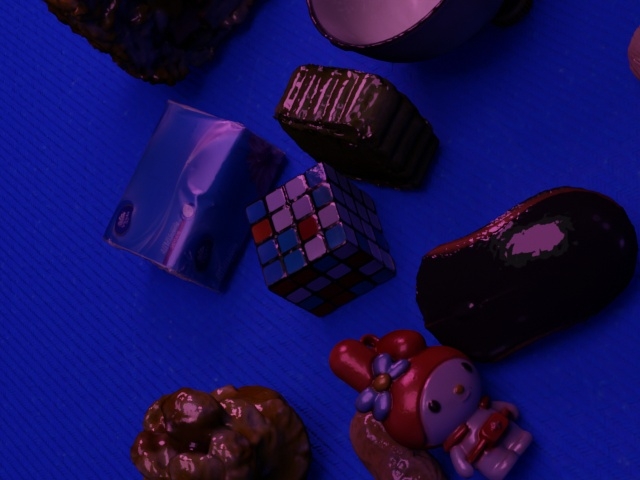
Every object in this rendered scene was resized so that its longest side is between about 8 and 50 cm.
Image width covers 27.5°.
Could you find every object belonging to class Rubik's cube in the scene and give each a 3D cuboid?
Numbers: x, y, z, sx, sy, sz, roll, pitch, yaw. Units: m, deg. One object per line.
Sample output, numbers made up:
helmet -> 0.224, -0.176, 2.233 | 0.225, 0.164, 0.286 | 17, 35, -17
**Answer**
Rubik's cube -> 0.000, 0.000, 1.980 | 0.151, 0.155, 0.154 | -31, 57, 20

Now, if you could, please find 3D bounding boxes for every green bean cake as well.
green bean cake -> 0.056, -0.170, 1.986 | 0.214, 0.200, 0.113 | 13, 70, 41

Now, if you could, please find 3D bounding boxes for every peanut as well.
peanut -> 0.112, 0.313, 1.822 | 0.099, 0.099, 0.214 | -46, 46, 10

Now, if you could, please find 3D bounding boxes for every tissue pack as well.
tissue pack -> -0.211, -0.073, 2.161 | 0.198, 0.146, 0.263 | 21, 84, 39

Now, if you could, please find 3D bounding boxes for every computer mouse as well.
computer mouse -> 0.272, 0.049, 1.765 | 0.323, 0.116, 0.183 | -30, 91, 24

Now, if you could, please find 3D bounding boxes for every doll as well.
doll -> 0.148, 0.213, 1.773 | 0.290, 0.130, 0.161 | 36, 60, 14

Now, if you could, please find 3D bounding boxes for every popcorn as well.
popcorn -> -0.154, 0.322, 1.892 | 0.225, 0.276, 0.276 | 24, 85, 33

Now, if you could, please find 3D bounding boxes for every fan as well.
fan -> 0.272, -0.391, 2.031 | 0.082, 0.039, 0.155 | -44, 49, 13

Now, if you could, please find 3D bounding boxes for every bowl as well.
bowl -> 0.165, -0.413, 1.977 | 0.354, 0.185, 0.354 | -22, 56, 37

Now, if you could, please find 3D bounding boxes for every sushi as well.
sushi -> -0.293, -0.477, 2.228 | 0.240, 0.396, 0.351 | 36, 85, 38

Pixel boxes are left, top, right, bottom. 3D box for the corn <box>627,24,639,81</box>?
corn -> 0.532, -0.193, 1.717 | 0.122, 0.123, 0.305 | -48, 53, 6
